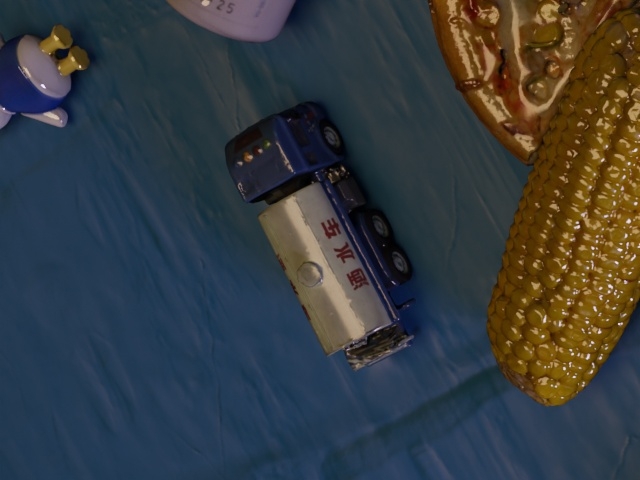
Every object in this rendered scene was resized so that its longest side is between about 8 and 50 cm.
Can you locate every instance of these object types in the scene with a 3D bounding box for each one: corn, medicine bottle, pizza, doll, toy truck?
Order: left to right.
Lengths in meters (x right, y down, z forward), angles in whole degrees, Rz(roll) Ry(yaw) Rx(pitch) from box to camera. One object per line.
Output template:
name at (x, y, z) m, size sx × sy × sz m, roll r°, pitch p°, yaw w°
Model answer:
doll at (-0.250, -0.123, 1.598) m, size 0.143 × 0.057 × 0.099 m, roll -32°, pitch 105°, yaw 31°
medicine bottle at (-0.044, -0.238, 1.436) m, size 0.105 × 0.105 × 0.168 m, roll 36°, pitch 115°, yaw 17°
toy truck at (0.000, 0.000, 1.471) m, size 0.074 × 0.088 × 0.201 m, roll -29°, pitch 86°, yaw 31°
pizza at (0.162, -0.147, 1.384) m, size 0.176 × 0.036 × 0.184 m, roll -9°, pitch 97°, yaw 29°
corn at (0.197, -0.031, 1.344) m, size 0.119 × 0.119 × 0.321 m, roll 29°, pitch 113°, yaw 20°
